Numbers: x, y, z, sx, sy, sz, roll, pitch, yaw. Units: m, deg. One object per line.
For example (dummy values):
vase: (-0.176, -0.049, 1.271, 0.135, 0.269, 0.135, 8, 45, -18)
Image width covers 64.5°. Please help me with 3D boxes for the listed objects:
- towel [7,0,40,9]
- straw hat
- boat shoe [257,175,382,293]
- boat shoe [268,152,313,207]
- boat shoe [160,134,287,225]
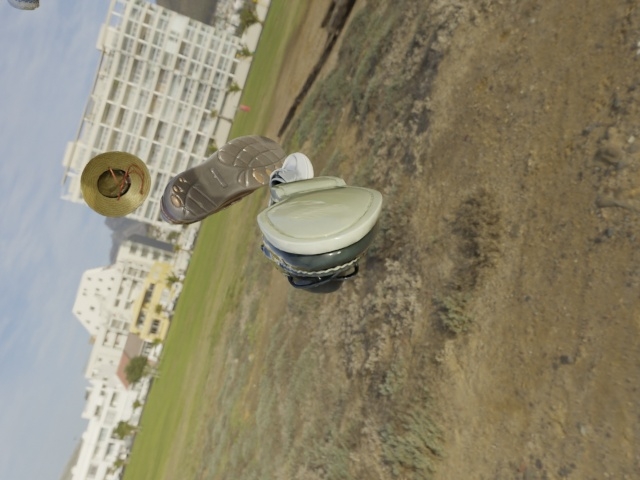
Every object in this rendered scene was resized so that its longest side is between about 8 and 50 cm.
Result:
towel: (-0.301, -0.381, 0.478, 0.209, 0.034, 0.285, 51, 140, 47)
straw hat: (-0.431, -0.118, 1.049, 0.061, 0.144, 0.144, 14, 86, 46)
boat shoe: (-0.004, 0.001, 0.566, 0.340, 0.127, 0.113, -133, 33, -74)
boat shoe: (-0.060, -0.091, 0.881, 0.066, 0.063, 0.184, -19, 49, 38)
boat shoe: (-0.207, -0.129, 1.081, 0.324, 0.123, 0.116, -32, 1, -38)
